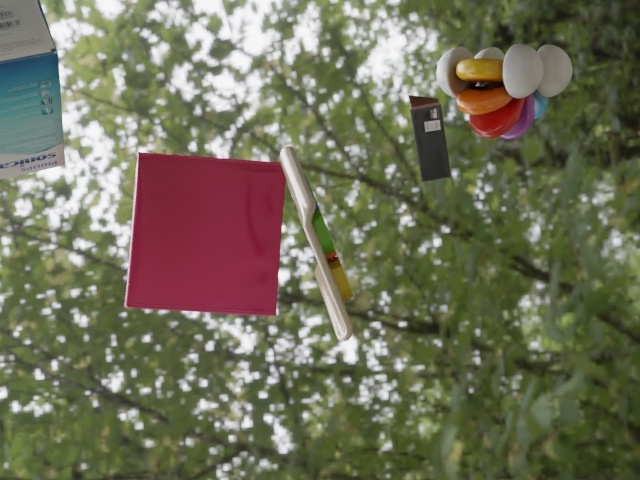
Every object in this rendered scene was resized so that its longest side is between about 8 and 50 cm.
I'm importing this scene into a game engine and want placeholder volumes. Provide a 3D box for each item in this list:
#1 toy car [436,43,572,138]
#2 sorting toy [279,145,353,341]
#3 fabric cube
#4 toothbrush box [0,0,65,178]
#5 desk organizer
[{"bbox_3d":[0.268,-0.215,1.525,0.182,0.159,0.136,-10,-78,-46],"label":"toy car"},{"bbox_3d":[0.000,0.000,1.370,0.193,0.038,0.208,-111,4,-58],"label":"sorting toy"},{"bbox_3d":[-0.203,-0.015,1.831,0.259,0.254,0.258,-161,74,-82],"label":"fabric cube"},{"bbox_3d":[-0.504,-0.213,1.558,0.295,0.216,0.126,107,144,-59],"label":"toothbrush box"},{"bbox_3d":[0.165,-0.159,1.594,0.050,0.047,0.130,-93,-8,-54],"label":"desk organizer"}]
